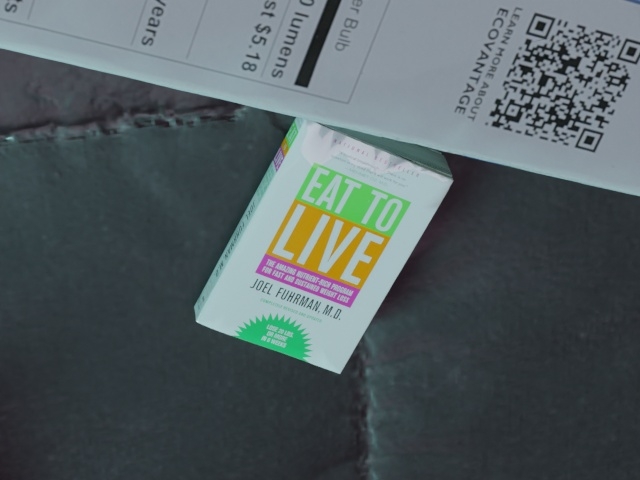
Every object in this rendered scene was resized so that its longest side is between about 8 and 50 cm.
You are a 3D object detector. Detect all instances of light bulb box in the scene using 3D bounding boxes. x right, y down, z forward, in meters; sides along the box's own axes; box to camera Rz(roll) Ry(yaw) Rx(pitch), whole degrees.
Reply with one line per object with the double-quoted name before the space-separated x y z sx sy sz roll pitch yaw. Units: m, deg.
"light bulb box" 0.044 -0.246 0.892 0.361 0.225 0.358 12 115 -21

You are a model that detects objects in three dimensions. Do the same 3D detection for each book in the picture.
"book" 0.000 0.000 1.142 0.096 0.035 0.144 20 114 -20
